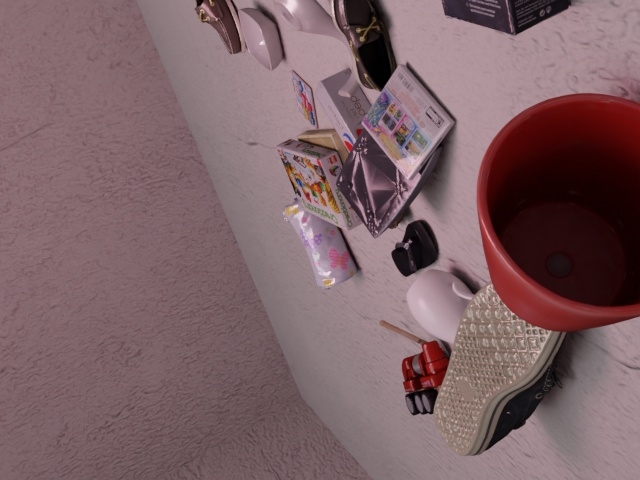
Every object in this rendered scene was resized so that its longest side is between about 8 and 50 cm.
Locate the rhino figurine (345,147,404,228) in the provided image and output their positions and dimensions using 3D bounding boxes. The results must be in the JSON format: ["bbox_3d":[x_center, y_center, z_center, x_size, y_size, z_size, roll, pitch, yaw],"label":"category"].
[{"bbox_3d":[0.114,-0.132,1.821,0.243,0.073,0.106,65,169,-5],"label":"rhino figurine"}]

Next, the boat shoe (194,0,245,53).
[{"bbox_3d":[-0.303,-0.652,2.250,0.324,0.096,0.116,67,164,-16],"label":"boat shoe"}]

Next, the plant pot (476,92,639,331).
[{"bbox_3d":[0.321,-0.006,1.037,0.275,0.275,0.243,57,172,19],"label":"plant pot"}]

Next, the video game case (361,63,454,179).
[{"bbox_3d":[0.155,-0.214,1.500,0.157,0.019,0.143,54,130,24],"label":"video game case"}]

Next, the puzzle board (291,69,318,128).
[{"bbox_3d":[-0.041,-0.351,2.069,0.096,0.011,0.128,50,160,39],"label":"puzzle board"}]

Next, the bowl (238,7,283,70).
[{"bbox_3d":[-0.143,-0.507,2.059,0.142,0.053,0.142,48,158,44],"label":"bowl"}]

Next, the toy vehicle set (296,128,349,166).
[{"bbox_3d":[0.027,-0.195,2.065,0.166,0.035,0.267,66,165,-14],"label":"toy vehicle set"}]

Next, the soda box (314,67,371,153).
[{"bbox_3d":[0.075,-0.247,1.743,0.216,0.074,0.069,60,164,8],"label":"soda box"}]

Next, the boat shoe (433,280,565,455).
[{"bbox_3d":[0.347,0.216,1.510,0.187,0.156,0.500,55,148,34],"label":"boat shoe"}]

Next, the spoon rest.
[{"bbox_3d":[0.000,-0.412,1.616,0.276,0.084,0.137,52,170,-27],"label":"spoon rest"}]

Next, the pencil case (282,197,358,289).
[{"bbox_3d":[0.000,0.000,2.327,0.273,0.124,0.113,63,165,-6],"label":"pencil case"}]

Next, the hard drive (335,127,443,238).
[{"bbox_3d":[0.133,-0.142,1.605,0.172,0.054,0.255,56,138,24],"label":"hard drive"}]

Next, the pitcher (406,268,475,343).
[{"bbox_3d":[0.283,0.139,1.675,0.207,0.125,0.178,44,139,23],"label":"pitcher"}]

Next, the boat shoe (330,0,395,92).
[{"bbox_3d":[0.084,-0.372,1.500,0.068,0.081,0.228,41,161,48],"label":"boat shoe"}]

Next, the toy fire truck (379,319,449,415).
[{"bbox_3d":[0.242,0.300,2.035,0.217,0.158,0.246,127,126,-74],"label":"toy fire truck"}]

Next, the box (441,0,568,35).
[{"bbox_3d":[0.219,-0.359,1.036,0.156,0.093,0.158,41,155,54],"label":"box"}]

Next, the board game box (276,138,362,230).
[{"bbox_3d":[-0.007,-0.147,2.084,0.305,0.053,0.193,28,144,64],"label":"board game box"}]

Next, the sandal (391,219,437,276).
[{"bbox_3d":[0.200,0.033,1.850,0.097,0.054,0.254,58,165,14],"label":"sandal"}]
